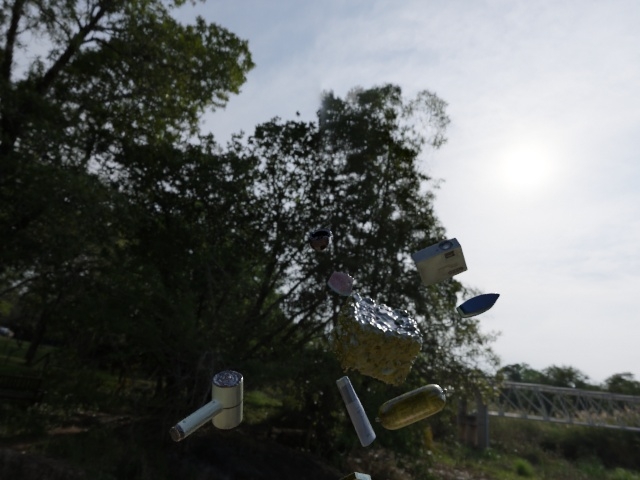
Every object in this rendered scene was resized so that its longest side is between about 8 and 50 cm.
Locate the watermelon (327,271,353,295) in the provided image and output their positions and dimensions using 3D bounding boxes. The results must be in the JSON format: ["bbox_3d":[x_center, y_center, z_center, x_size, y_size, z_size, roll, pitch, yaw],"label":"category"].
[{"bbox_3d":[0.066,0.146,1.375,0.085,0.072,0.092,9,21,7],"label":"watermelon"}]

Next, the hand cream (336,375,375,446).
[{"bbox_3d":[0.135,0.643,1.541,0.079,0.255,0.048,-15,-14,-42],"label":"hand cream"}]

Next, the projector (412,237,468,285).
[{"bbox_3d":[0.376,0.066,1.285,0.147,0.061,0.115,-23,-54,9],"label":"projector"}]

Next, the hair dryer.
[{"bbox_3d":[-0.448,0.681,1.594,0.128,0.203,0.362,11,15,29],"label":"hair dryer"}]

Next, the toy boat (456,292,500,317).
[{"bbox_3d":[0.897,0.350,2.268,0.299,0.096,0.061,-16,-35,-22],"label":"toy boat"}]

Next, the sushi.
[{"bbox_3d":[0.220,0.403,1.735,0.351,0.240,0.396,16,12,-2],"label":"sushi"}]

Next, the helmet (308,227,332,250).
[{"bbox_3d":[0.000,0.000,1.727,0.098,0.070,0.123,2,22,19],"label":"helmet"}]

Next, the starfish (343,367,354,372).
[{"bbox_3d":[0.168,0.643,2.298,0.050,0.247,0.138,-1,11,29],"label":"starfish"}]

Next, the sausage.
[{"bbox_3d":[0.404,0.744,1.811,0.347,0.123,0.123,-26,-29,7],"label":"sausage"}]

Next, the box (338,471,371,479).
[{"bbox_3d":[0.102,1.028,1.700,0.193,0.030,0.121,-37,-49,17],"label":"box"}]
